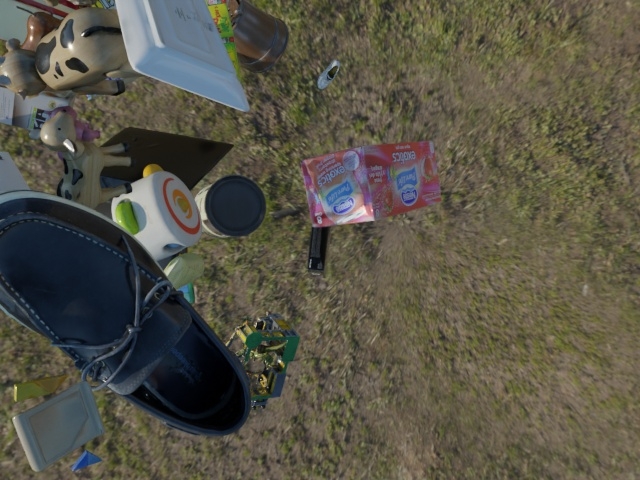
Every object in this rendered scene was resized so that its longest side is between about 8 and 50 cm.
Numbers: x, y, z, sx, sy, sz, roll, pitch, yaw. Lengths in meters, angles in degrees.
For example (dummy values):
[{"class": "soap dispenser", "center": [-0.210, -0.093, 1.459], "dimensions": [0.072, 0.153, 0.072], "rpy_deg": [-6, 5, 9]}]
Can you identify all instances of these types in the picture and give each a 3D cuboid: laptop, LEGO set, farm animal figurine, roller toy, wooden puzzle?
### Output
[{"class": "laptop", "center": [-0.496, -0.114, 1.604], "dimensions": [0.382, 0.236, 0.408], "rpy_deg": [12, 96, 17]}, {"class": "LEGO set", "center": [-0.225, 0.382, 1.901], "dimensions": [0.255, 0.192, 0.331], "rpy_deg": [-4, 114, -31]}, {"class": "farm animal figurine", "center": [-0.372, -0.229, 0.824], "dimensions": [0.327, 0.172, 0.330], "rpy_deg": [-30, 84, 37]}, {"class": "roller toy", "center": [-0.374, -0.060, 1.319], "dimensions": [0.146, 0.209, 0.191], "rpy_deg": [-23, 126, 14]}, {"class": "wooden puzzle", "center": [-0.257, 0.181, 0.554], "dimensions": [0.014, 0.078, 0.116], "rpy_deg": [16, 114, 46]}]

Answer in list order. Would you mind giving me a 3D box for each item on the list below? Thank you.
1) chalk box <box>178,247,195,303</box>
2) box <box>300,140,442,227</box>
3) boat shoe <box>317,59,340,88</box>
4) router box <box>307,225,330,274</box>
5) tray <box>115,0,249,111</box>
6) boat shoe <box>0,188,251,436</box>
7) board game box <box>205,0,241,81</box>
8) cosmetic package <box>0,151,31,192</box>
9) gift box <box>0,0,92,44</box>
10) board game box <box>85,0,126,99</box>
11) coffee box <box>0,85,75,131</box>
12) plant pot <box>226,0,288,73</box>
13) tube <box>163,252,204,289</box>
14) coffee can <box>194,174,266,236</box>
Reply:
[{"class": "chalk box", "center": [-0.532, 0.118, 1.924], "dimensions": [0.180, 0.289, 0.179], "rpy_deg": [-8, 117, -12]}, {"class": "box", "center": [0.115, -0.122, 1.172], "dimensions": [0.154, 0.300, 0.142], "rpy_deg": [-5, 97, 37]}, {"class": "boat shoe", "center": [0.024, -0.477, 1.631], "dimensions": [0.035, 0.035, 0.100], "rpy_deg": [29, 127, -23]}, {"class": "router box", "center": [0.000, 0.000, 1.420], "dimensions": [0.046, 0.133, 0.179], "rpy_deg": [6, 78, 4]}, {"class": "tray", "center": [-0.173, -0.265, 0.686], "dimensions": [0.030, 0.145, 0.270], "rpy_deg": [-50, 46, 29]}, {"class": "boat shoe", "center": [-0.266, 0.121, 0.794], "dimensions": [0.187, 0.156, 0.500], "rpy_deg": [-47, 124, -15]}, {"class": "board game box", "center": [-0.197, -0.400, 1.132], "dimensions": [0.043, 0.181, 0.092], "rpy_deg": [-13, 79, -6]}, {"class": "cosmetic package", "center": [-0.607, -0.029, 0.819], "dimensions": [0.284, 0.377, 0.097], "rpy_deg": [46, 116, 25]}, {"class": "gift box", "center": [-0.605, -0.523, 1.097], "dimensions": [0.255, 0.258, 0.276], "rpy_deg": [32, 105, 33]}, {"class": "board game box", "center": [-0.608, -0.543, 1.501], "dimensions": [0.142, 0.144, 0.275], "rpy_deg": [-19, 108, 30]}, {"class": "coffee box", "center": [-0.748, -0.346, 1.379], "dimensions": [0.246, 0.141, 0.098], "rpy_deg": [14, 110, -21]}, {"class": "plant pot", "center": [-0.201, -0.566, 1.522], "dimensions": [0.167, 0.165, 0.167], "rpy_deg": [-10, 73, 34]}, {"class": "tube", "center": [-0.271, 0.059, 1.077], "dimensions": [0.062, 0.240, 0.070], "rpy_deg": [-7, 94, -2]}, {"class": "coffee can", "center": [-0.318, -0.110, 1.921], "dimensions": [0.201, 0.275, 0.201], "rpy_deg": [0, 90, -21]}]
